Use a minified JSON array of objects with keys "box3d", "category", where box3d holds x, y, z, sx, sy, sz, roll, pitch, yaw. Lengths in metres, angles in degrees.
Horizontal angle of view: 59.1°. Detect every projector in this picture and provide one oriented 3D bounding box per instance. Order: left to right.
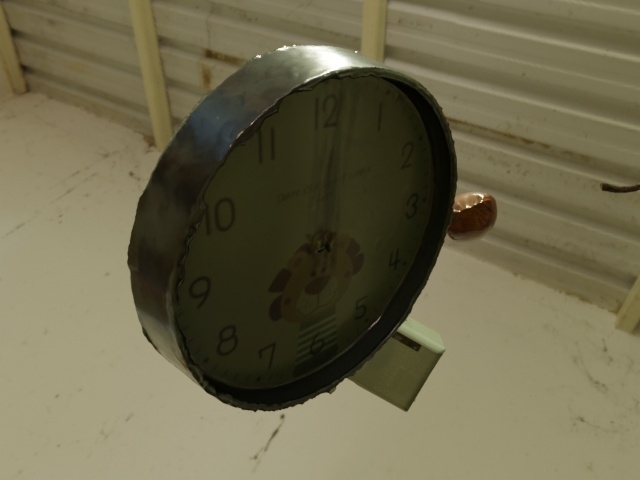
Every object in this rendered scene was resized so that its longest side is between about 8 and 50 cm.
[{"box3d":[0.139,0.246,1.288,0.243,0.163,0.177,30,-82,1],"category":"projector"}]

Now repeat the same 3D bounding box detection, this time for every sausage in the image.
[{"box3d":[0.238,-0.032,0.933,0.089,0.300,0.083,-11,-92,10],"category":"sausage"}]

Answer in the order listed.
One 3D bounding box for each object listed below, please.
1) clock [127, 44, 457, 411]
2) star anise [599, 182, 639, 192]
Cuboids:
[{"box3d":[-0.001,0.000,0.474,0.061,0.313,0.312,31,-41,40],"category":"clock"},{"box3d":[0.559,-0.090,0.878,0.234,0.073,0.177,30,-72,-31],"category":"star anise"}]
